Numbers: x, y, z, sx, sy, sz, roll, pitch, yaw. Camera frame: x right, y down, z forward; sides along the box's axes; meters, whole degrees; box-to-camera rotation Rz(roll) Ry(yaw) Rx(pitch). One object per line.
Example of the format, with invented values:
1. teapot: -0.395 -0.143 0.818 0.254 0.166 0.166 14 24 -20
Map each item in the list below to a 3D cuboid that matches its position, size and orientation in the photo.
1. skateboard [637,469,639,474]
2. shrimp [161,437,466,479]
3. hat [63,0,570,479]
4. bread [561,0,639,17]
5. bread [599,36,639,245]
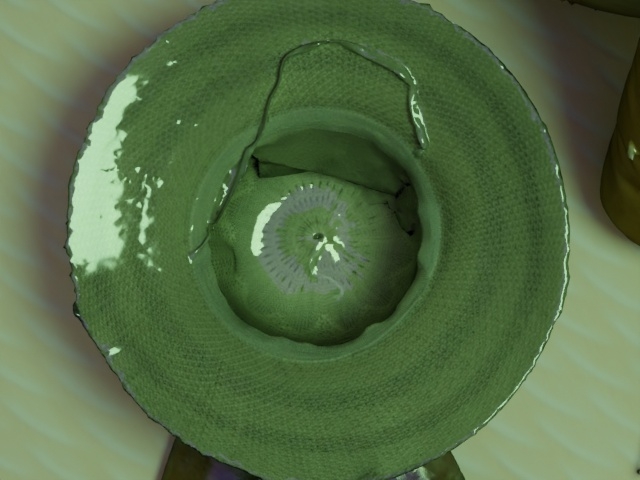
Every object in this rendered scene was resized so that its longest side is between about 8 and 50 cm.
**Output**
1. skateboard: 0.206 0.095 0.893 0.064 0.032 0.083 17 85 -15
2. shrimp: 0.036 0.193 0.866 0.169 0.058 0.296 -42 89 2
3. hat: 0.000 0.000 0.834 0.252 0.110 0.252 0 88 2
4. bread: 0.184 -0.259 0.829 0.306 0.159 0.305 0 88 -2
5. bread: 0.214 -0.078 0.766 0.142 0.305 0.091 -23 65 -6
